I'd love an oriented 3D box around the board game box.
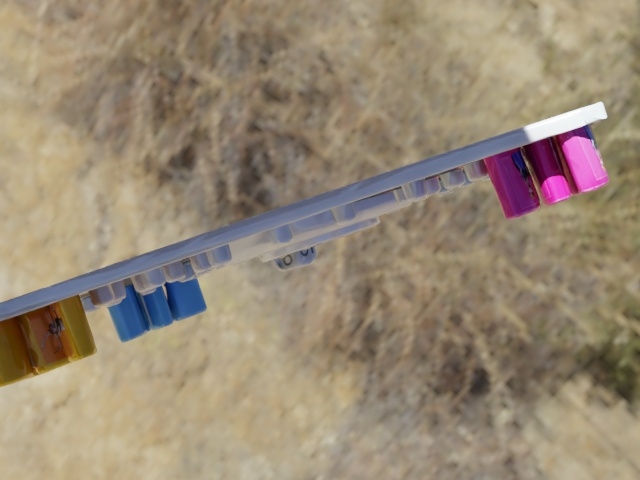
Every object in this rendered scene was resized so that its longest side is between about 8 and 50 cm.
[{"bbox_3d":[0.000,0.000,1.255,0.390,0.390,0.050,-13,85,-83],"label":"board game box"}]
